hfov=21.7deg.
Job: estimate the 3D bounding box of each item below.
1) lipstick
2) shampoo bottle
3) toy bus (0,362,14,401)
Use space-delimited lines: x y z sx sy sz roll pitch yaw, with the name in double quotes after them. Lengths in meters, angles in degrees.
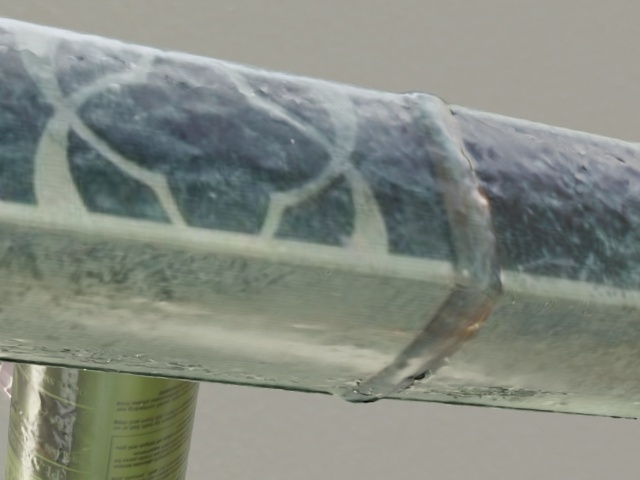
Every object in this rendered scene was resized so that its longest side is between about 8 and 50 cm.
0.000 0.000 0.479 0.290 0.076 0.077 7 -125 -31 "lipstick"
-0.124 0.122 0.925 0.101 0.101 0.283 -20 -50 -44 "shampoo bottle"
-0.234 0.062 1.438 0.142 0.202 0.142 -46 -40 -3 "toy bus"
